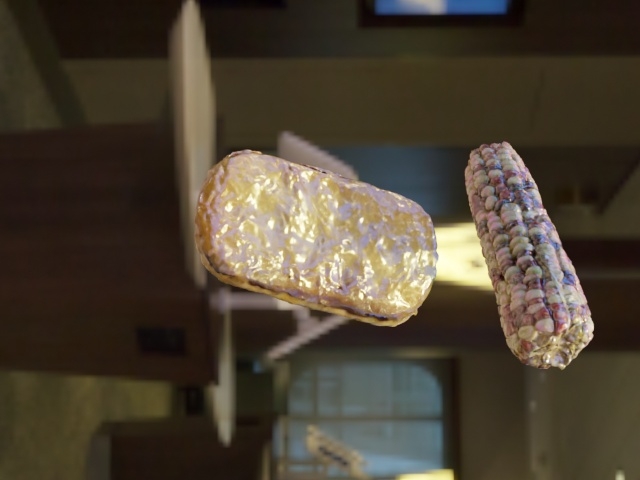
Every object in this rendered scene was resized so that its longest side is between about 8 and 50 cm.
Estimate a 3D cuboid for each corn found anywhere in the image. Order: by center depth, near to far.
[{"bbox_3d":[0.209,0.014,1.670,0.092,0.092,0.280,88,-11,-50],"label":"corn"}]

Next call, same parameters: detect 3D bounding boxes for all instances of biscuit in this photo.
[{"bbox_3d":[0.000,0.000,1.350,0.029,0.247,0.118,-10,-113,55],"label":"biscuit"}]
